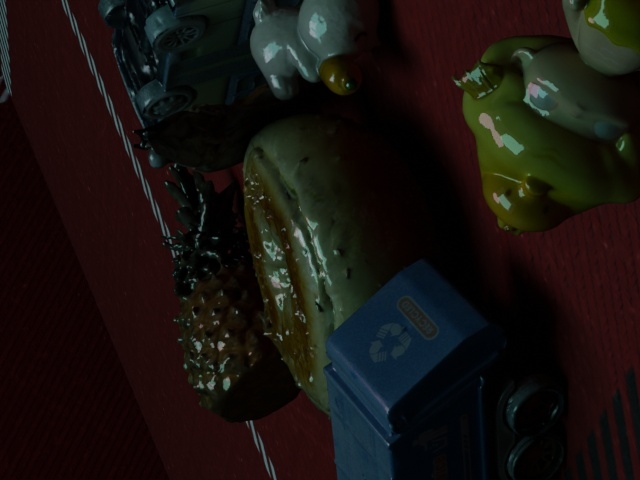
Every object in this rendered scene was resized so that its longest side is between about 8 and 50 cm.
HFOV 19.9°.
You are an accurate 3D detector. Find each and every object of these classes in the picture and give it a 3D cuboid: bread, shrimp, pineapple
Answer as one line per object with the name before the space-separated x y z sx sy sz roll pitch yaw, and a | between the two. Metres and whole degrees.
bread | 0.026 0.021 1.734 0.305 0.159 0.305 163 90 -73
shrimp | -0.076 -0.120 1.761 0.062 0.164 0.317 56 -157 6
pineapple | -0.128 0.054 2.275 0.169 0.169 0.340 97 153 -55

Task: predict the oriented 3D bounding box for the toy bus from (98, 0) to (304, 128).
toy bus | -0.112 -0.238 1.846 0.312 0.190 0.152 110 138 -64

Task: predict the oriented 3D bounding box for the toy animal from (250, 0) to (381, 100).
toy animal | 0.003 -0.207 1.654 0.127 0.131 0.181 42 138 -15

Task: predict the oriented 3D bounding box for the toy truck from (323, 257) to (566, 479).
toy truck | 0.113 0.193 1.618 0.146 0.175 0.367 48 152 49

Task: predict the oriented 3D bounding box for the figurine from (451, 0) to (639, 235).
figurine | 0.175 -0.105 1.220 0.156 0.131 0.246 30 138 2
